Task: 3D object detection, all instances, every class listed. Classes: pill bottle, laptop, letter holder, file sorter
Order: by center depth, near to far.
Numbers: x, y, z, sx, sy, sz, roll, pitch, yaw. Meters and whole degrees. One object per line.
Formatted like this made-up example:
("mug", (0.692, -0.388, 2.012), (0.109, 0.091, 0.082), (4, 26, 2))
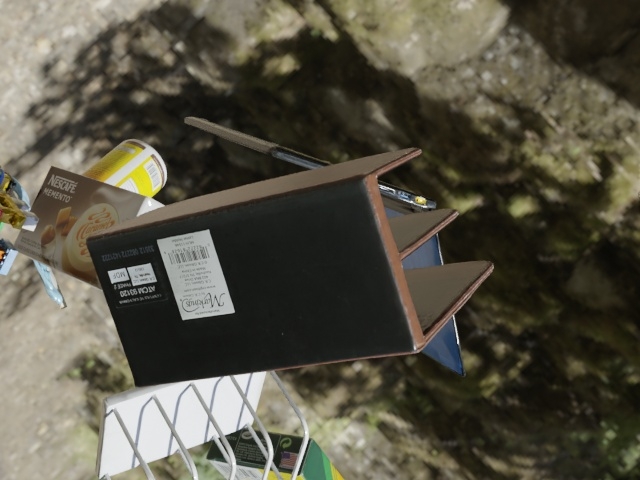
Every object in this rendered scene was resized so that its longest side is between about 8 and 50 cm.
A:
("letter holder", (-0.020, 0.012, 1.050), (0.302, 0.152, 0.214), (-11, -168, 32))
("laptop", (0.000, 0.000, 1.717), (0.382, 0.408, 0.236), (26, -82, 63))
("file sorter", (-0.180, 0.322, 1.749), (0.278, 0.173, 0.192), (-16, 142, -29))
("pill bottle", (-0.392, -0.091, 2.118), (0.215, 0.117, 0.117), (-47, -178, -42))

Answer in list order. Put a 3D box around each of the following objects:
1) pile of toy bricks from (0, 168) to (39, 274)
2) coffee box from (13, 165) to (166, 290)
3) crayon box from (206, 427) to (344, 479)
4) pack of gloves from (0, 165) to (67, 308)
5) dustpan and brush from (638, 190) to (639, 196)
("pile of toy bricks", (-0.416, -0.041, 1.282), (0.105, 0.212, 0.118), (19, 104, -41))
("coffee box", (-0.309, -0.006, 1.593), (0.247, 0.098, 0.141), (19, -99, 45))
("crayon box", (-0.067, 0.466, 2.200), (0.318, 0.202, 0.081), (62, 39, -52))
("pack of gloves", (-0.434, -0.008, 1.773), (0.046, 0.232, 0.195), (-23, 179, -7))
("dustpan and brush", (0.552, -0.027, 1.770), (0.060, 0.211, 0.147), (-36, 157, 2))
